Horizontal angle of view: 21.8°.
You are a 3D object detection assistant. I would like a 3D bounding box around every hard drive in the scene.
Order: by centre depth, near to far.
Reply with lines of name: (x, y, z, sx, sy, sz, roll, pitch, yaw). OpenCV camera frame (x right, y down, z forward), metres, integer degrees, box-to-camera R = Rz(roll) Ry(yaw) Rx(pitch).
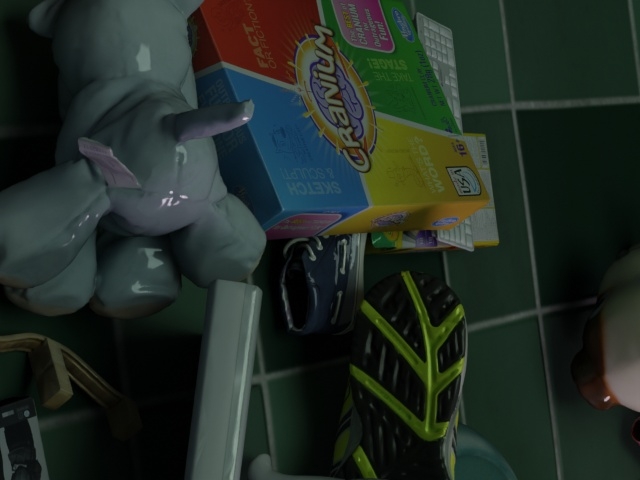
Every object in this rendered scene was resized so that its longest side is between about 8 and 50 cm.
hard drive: (-0.096, 0.231, 1.401, 0.233, 0.047, 0.353, 109, -12, -75)

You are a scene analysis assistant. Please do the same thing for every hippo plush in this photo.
hippo plush: (-0.183, -0.092, 1.350, 0.294, 0.234, 0.236, 85, -12, -62)

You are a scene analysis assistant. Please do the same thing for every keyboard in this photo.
keyboard: (0.132, -0.116, 1.778, 0.072, 0.014, 0.256, 13, 67, -47)

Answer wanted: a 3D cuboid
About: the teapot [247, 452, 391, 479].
teapot: (0.001, 0.337, 1.463, 0.256, 0.187, 0.252, -48, 130, -76)

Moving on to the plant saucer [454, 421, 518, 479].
plant saucer: (0.147, 0.350, 1.789, 0.317, 0.043, 0.318, 10, 77, -49)

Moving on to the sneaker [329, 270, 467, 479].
sneaker: (0.079, 0.225, 1.646, 0.147, 0.145, 0.385, 29, 74, -82)

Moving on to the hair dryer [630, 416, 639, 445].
hair dryer: (0.471, 0.344, 2.147, 0.223, 0.080, 0.293, -41, 115, -44)

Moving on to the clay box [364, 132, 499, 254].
clay box: (0.103, -0.051, 1.780, 0.222, 0.053, 0.127, -2, 83, -49)

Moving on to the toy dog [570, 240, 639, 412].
toy dog: (0.486, 0.143, 2.057, 0.408, 0.284, 0.395, 19, 64, -38)

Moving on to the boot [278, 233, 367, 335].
boot: (0.000, 0.000, 1.637, 0.086, 0.069, 0.190, -2, 87, -56)

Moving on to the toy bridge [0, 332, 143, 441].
toy bridge: (-0.224, 0.109, 1.370, 0.188, 0.026, 0.063, 32, 26, -44)

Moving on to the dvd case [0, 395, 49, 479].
dvd case: (-0.276, 0.259, 1.305, 0.179, 0.029, 0.239, -16, 97, -50)

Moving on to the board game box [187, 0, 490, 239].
board game box: (0.006, -0.123, 1.598, 0.316, 0.064, 0.242, -5, 67, -49)
